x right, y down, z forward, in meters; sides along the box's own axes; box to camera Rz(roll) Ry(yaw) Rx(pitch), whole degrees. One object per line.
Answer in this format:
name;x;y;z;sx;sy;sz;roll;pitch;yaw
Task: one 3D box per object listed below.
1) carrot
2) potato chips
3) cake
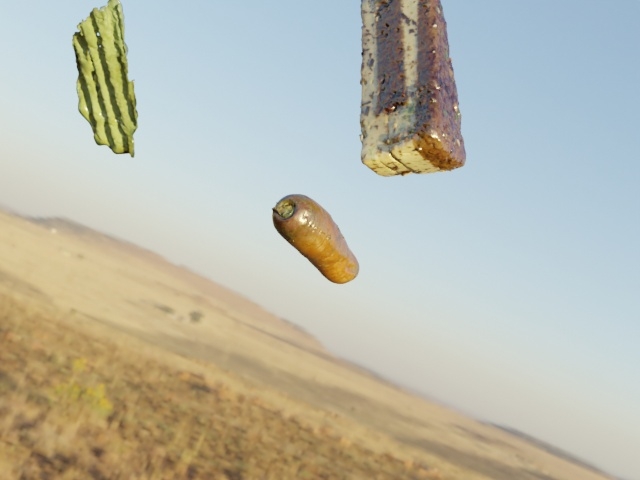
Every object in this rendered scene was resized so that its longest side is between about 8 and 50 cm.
carrot;0.000;0.000;1.209;0.060;0.060;0.186;20;-14;32
potato chips;-0.260;-0.194;1.211;0.092;0.028;0.207;15;-50;21
cake;0.098;-0.197;1.234;0.112;0.245;0.135;-7;5;22
